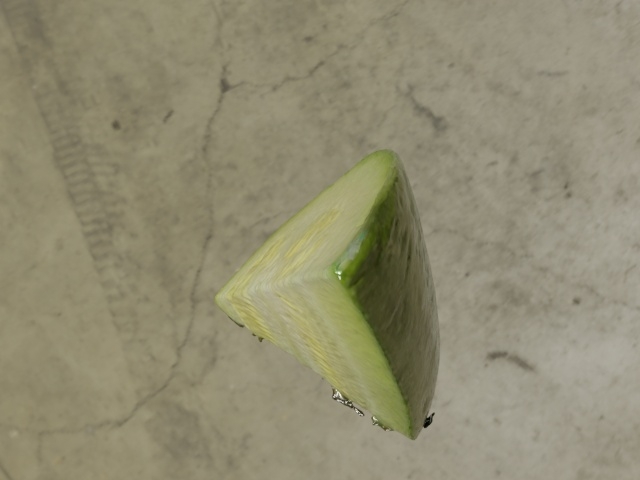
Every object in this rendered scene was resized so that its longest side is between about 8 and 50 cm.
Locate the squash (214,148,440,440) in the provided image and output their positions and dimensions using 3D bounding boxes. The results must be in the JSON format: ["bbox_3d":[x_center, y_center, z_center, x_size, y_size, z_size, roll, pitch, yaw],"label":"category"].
[{"bbox_3d":[0.000,0.000,0.720,0.203,0.111,0.288,33,165,27],"label":"squash"}]
